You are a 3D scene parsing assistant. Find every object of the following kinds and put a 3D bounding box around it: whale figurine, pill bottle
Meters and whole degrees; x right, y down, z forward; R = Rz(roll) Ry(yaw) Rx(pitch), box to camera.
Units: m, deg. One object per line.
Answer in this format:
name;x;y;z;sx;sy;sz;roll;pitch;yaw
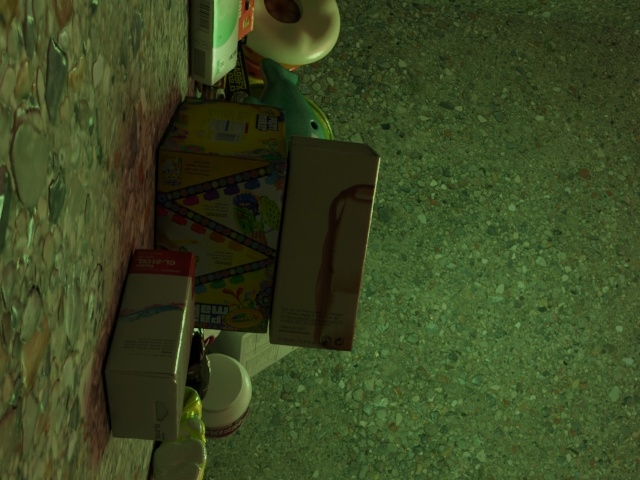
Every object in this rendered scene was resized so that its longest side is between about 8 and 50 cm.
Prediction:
whale figurine;-0.066;-0.261;1.440;0.141;0.216;0.272;-19;-116;39
pill bottle;-0.248;0.366;1.624;0.301;0.169;0.169;107;-13;-65

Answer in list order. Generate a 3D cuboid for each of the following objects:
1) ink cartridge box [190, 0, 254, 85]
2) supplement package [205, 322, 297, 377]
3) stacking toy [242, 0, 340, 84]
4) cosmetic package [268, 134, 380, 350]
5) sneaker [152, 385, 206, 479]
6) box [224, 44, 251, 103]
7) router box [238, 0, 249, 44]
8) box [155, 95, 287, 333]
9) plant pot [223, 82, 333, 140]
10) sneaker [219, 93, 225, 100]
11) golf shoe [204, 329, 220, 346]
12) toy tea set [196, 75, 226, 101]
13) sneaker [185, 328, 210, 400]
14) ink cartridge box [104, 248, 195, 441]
ink cartridge box;-0.158;-0.415;1.262;0.225;0.056;0.181;-51;160;-41
supplement package;-0.184;0.215;1.870;0.199;0.262;0.198;36;-45;30
stacking toy;-0.181;-0.575;2.063;0.480;0.350;0.351;139;-43;-59
cosmetic package;0.000;0.000;1.040;0.153;0.129;0.296;-99;-164;-73
sneaker;-0.248;0.384;1.226;0.240;0.091;0.126;-94;-169;-52
box;-0.214;-0.413;1.692;0.270;0.060;0.216;-134;-145;-78
router box;-0.199;-0.482;1.461;0.122;0.092;0.038;101;-9;-49
box;-0.156;-0.051;1.098;0.290;0.177;0.279;-97;-166;-64
plant pot;-0.177;-0.201;2.003;0.366;0.366;0.353;102;3;-51
sneaker;-0.272;-0.387;2.249;0.297;0.129;0.111;140;-47;-80
golf shoe;-0.265;0.175;1.530;0.306;0.115;0.140;103;4;-74
toy tea set;-0.194;-0.331;1.459;0.200;0.124;0.336;-91;-171;-46
sneaker;-0.252;0.229;1.294;0.106;0.078;0.234;-90;-176;-62
ink cartridge box;-0.185;0.115;0.768;0.175;0.072;0.127;-92;-171;-47
